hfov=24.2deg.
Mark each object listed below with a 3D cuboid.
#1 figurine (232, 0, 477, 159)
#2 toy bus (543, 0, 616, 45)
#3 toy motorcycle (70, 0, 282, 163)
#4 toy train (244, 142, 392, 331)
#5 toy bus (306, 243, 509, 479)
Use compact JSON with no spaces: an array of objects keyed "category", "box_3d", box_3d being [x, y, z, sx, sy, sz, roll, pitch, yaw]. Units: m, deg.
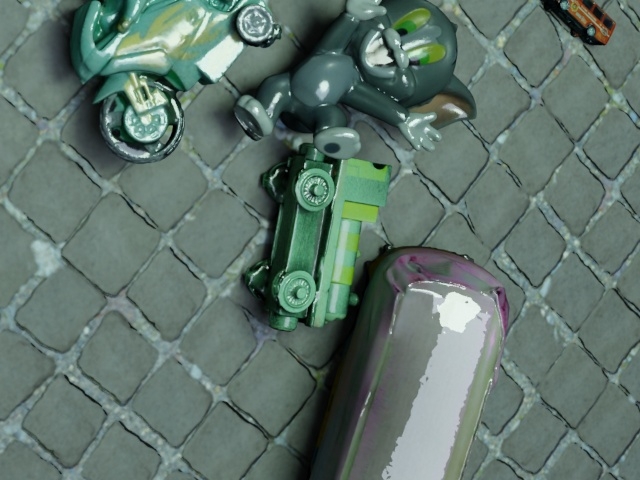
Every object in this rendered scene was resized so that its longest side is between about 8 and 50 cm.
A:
[{"category":"figurine","box_3d":[0.045,-0.159,1.556,0.265,0.140,0.193,-34,90,-7]},{"category":"toy bus","box_3d":[0.298,-0.269,1.735,0.110,0.031,0.043,37,77,-30]},{"category":"toy motorcycle","box_3d":[-0.149,-0.234,1.462,0.198,0.109,0.296,43,79,-17]},{"category":"toy train","box_3d":[0.000,0.000,1.586,0.132,0.083,0.200,8,95,-33]},{"category":"toy bus","box_3d":[0.095,0.195,1.602,0.171,0.162,0.386,16,89,-10]}]
